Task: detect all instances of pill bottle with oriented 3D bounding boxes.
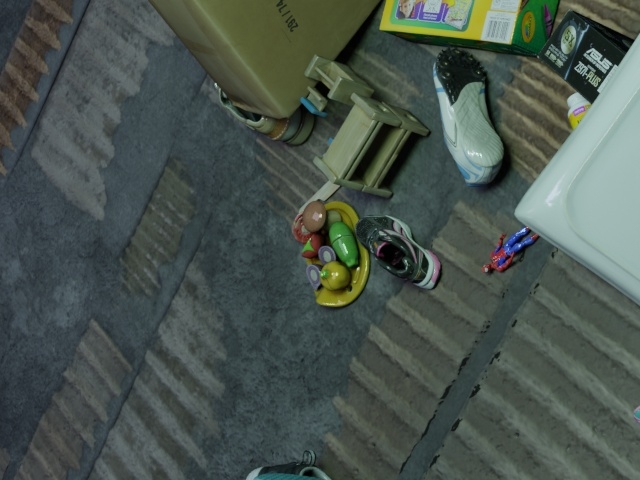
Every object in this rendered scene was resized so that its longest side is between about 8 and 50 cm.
[{"bbox_3d":[0.365,-0.161,1.889,0.043,0.043,0.083,-37,56,34],"label":"pill bottle"}]

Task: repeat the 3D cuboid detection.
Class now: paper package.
[{"bbox_3d":[-0.089,-0.409,2.163,0.168,0.325,0.309,24,72,44],"label":"paper package"}]

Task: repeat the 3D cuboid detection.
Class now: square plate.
[{"bbox_3d":[0.458,-0.064,1.648,0.344,0.049,0.347,38,111,13],"label":"square plate"}]

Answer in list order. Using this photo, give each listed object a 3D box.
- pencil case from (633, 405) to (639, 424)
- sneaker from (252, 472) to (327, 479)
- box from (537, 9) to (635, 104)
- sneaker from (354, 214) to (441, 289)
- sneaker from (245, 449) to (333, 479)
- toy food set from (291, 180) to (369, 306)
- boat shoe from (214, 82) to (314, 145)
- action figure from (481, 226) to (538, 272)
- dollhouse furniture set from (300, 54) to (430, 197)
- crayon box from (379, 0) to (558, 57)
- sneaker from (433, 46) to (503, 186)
[{"bbox_3d":[0.473,0.296,1.613,0.124,0.124,0.284,-41,53,32],"label":"pencil case"},{"bbox_3d":[0.039,0.464,1.984,0.319,0.127,0.208,9,90,24],"label":"sneaker"},{"bbox_3d":[0.396,-0.207,1.792,0.077,0.147,0.180,-57,46,20],"label":"box"},{"bbox_3d":[0.105,0.008,2.095,0.178,0.077,0.072,34,104,46],"label":"sneaker"},{"bbox_3d":[-0.029,0.455,2.109,0.153,0.101,0.268,-34,58,35],"label":"sneaker"},{"bbox_3d":[0.000,0.000,2.210,0.128,0.071,0.217,-36,56,35],"label":"toy food set"},{"bbox_3d":[-0.123,-0.276,2.380,0.302,0.103,0.113,48,118,43],"label":"boat shoe"},{"bbox_3d":[0.270,0.009,1.960,0.115,0.030,0.038,-47,56,31],"label":"action figure"},{"bbox_3d":[0.051,-0.178,2.158,0.129,0.129,0.183,-59,45,19],"label":"dollhouse furniture set"},{"bbox_3d":[0.225,-0.373,2.058,0.278,0.081,0.165,16,92,47],"label":"crayon box"},{"bbox_3d":[0.209,-0.184,2.035,0.086,0.085,0.237,116,149,-52],"label":"sneaker"}]
